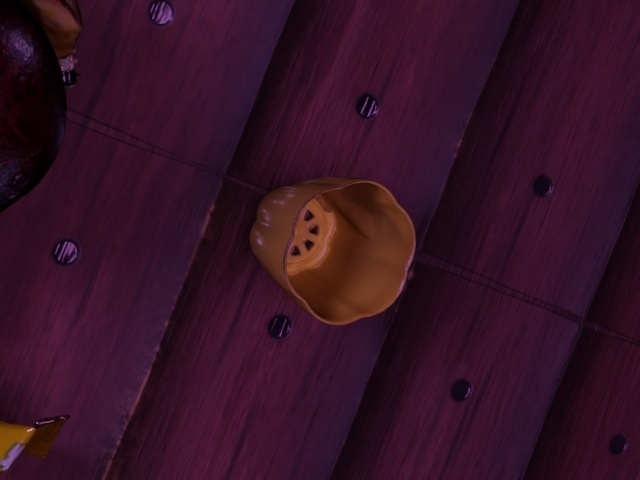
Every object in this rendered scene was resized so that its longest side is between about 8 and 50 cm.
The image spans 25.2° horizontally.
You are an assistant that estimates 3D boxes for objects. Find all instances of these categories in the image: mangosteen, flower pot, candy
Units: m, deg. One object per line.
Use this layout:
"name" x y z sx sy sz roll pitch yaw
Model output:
"mangosteen" -0.422 -0.166 1.598 0.330 0.330 0.330 -6 103 -26
"flower pot" 0.000 0.000 1.915 0.195 0.179 0.195 -7 104 -28
"candy" -0.462 0.276 1.749 0.297 0.187 0.081 -14 78 -25

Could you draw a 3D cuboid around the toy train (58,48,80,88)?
"toy train" -0.343 -0.296 1.748 0.085 0.053 0.249 -16 108 -29
